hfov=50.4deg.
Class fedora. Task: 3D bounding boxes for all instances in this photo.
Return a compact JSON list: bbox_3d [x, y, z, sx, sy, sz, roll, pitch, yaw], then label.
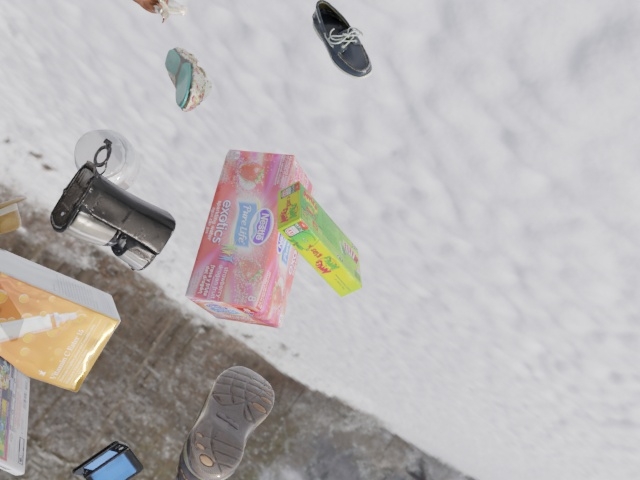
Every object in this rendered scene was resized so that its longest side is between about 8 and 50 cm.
[{"bbox_3d":[-0.857,-0.054,1.810,0.194,0.194,0.079,8,120,67],"label":"fedora"}]

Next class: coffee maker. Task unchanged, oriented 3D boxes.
[{"bbox_3d":[-0.346,-0.051,1.190,0.178,0.171,0.120,32,-157,-40],"label":"coffee maker"}]

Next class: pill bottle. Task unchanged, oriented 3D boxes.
[{"bbox_3d":[-0.483,-0.182,1.543,0.131,0.131,0.229,40,174,-6],"label":"pill bottle"}]

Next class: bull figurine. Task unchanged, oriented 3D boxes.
[{"bbox_3d":[-0.517,-0.747,2.011,0.310,0.101,0.188,33,-178,-37],"label":"bull figurine"}]

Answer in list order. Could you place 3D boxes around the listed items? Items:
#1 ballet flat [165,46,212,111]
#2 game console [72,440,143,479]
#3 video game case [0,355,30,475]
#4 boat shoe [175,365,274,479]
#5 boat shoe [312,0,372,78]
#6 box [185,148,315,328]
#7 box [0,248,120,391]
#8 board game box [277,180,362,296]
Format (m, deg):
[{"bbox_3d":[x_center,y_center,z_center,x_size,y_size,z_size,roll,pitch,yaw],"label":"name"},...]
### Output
[{"bbox_3d":[-0.266,-0.337,1.417,0.077,0.091,0.241,13,-148,-30],"label":"ballet flat"},{"bbox_3d":[-0.495,0.535,1.590,0.071,0.122,0.107,52,170,22],"label":"game console"},{"bbox_3d":[-0.611,0.330,1.305,0.183,0.023,0.201,84,177,-60],"label":"video game case"},{"bbox_3d":[-0.200,0.371,1.349,0.132,0.130,0.355,39,-159,2],"label":"boat shoe"},{"bbox_3d":[0.059,-0.544,1.830,0.079,0.095,0.254,90,154,-66],"label":"boat shoe"},{"bbox_3d":[-0.125,-0.004,1.280,0.142,0.299,0.154,7,160,18],"label":"box"},{"bbox_3d":[-0.695,0.184,1.627,0.345,0.214,0.168,29,-176,-30],"label":"box"},{"bbox_3d":[0.000,0.000,1.085,0.181,0.043,0.092,48,-156,-36],"label":"board game box"}]
